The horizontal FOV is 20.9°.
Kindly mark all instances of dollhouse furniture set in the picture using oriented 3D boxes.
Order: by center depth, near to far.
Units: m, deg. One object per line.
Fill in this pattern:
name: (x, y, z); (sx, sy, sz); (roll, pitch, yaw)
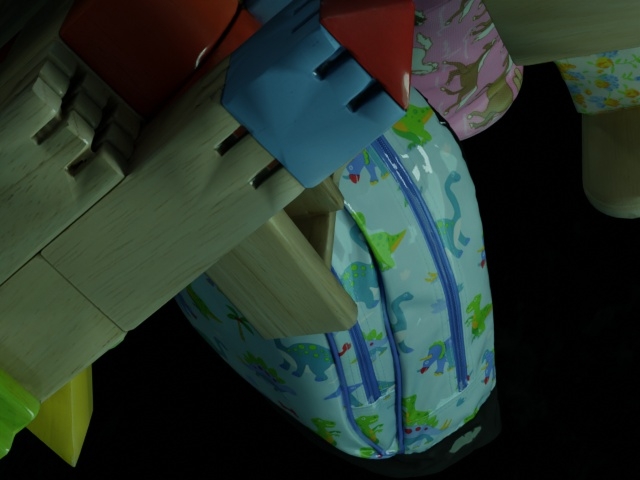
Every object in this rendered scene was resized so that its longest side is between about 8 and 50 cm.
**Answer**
dollhouse furniture set: (0.119, -0.114, 1.013); (0.362, 0.394, 0.256); (53, 36, -51)

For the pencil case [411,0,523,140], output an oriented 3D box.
pencil case: (0.086, -0.212, 1.347); (0.386, 0.167, 0.160); (84, 15, -68)

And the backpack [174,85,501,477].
backpack: (0.000, 0.000, 1.328); (0.273, 0.290, 0.355); (-28, 146, -31)

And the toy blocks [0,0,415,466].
toy blocks: (-0.072, -0.083, 0.765); (0.261, 0.191, 0.381); (-38, -160, 21)
